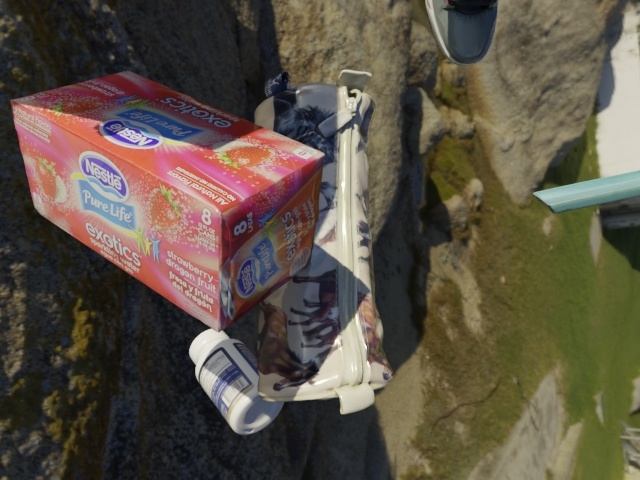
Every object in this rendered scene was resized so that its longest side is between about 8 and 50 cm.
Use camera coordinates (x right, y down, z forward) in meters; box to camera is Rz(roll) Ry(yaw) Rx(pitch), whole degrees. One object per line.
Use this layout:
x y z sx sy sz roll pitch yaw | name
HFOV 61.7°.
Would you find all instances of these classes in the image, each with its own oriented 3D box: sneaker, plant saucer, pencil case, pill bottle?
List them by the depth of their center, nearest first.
0.364 -0.065 0.646 0.067 0.192 0.018 -74 151 -72 | plant saucer
0.000 0.000 0.672 0.160 0.183 0.410 3 74 -18 | pencil case
0.217 -0.385 0.729 0.178 0.124 0.295 -90 172 -66 | sneaker
-0.140 0.217 0.854 0.094 0.169 0.094 -24 133 -29 | pill bottle

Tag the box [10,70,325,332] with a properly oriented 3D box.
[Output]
-0.137 -0.050 0.482 0.128 0.257 0.122 -36 144 -43 | box
